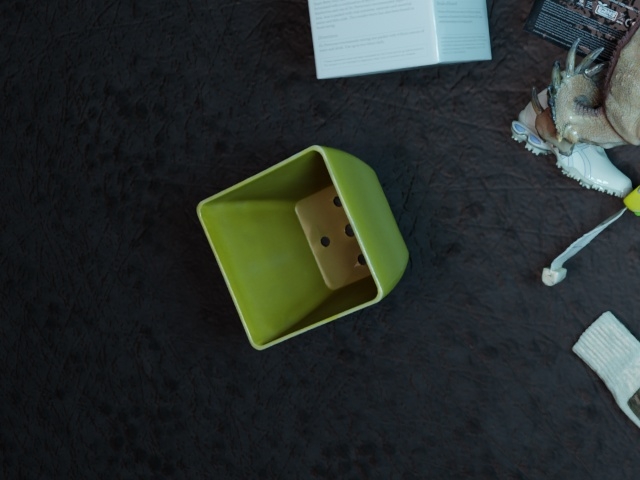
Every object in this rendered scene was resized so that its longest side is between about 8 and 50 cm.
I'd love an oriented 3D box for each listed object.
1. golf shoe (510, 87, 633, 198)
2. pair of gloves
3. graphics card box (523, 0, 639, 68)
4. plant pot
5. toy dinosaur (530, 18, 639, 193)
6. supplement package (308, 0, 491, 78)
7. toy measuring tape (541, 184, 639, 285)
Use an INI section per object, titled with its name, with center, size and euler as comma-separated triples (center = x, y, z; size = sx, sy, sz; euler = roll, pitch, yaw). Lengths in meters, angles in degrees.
[golf shoe]
center = 0.325, -0.122, 1.622
size = 0.176, 0.069, 0.086
euler = 37, 108, 17
[pair of gloves]
center = 0.453, 0.137, 1.609
size = 0.240, 0.042, 0.204
euler = -44, 77, 26
[graphics card box]
center = 0.416, -0.369, 1.512
size = 0.233, 0.094, 0.370
euler = 28, 110, 21
[plant pot]
center = 0.000, 0.000, 1.748
size = 0.212, 0.187, 0.212
euler = -24, 86, 30
[toy dinosaur]
center = 0.362, -0.187, 1.458
size = 0.200, 0.127, 0.295
euler = 46, 113, 21
[supplement package]
center = 0.093, -0.361, 1.642
size = 0.178, 0.175, 0.292
euler = -3, 97, 30
[toy measuring tape]
center = 0.417, -0.018, 1.563
size = 0.330, 0.121, 0.121
euler = -44, 77, 27
